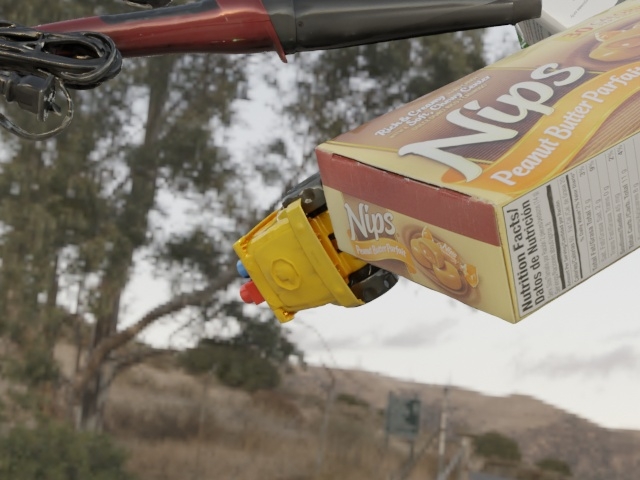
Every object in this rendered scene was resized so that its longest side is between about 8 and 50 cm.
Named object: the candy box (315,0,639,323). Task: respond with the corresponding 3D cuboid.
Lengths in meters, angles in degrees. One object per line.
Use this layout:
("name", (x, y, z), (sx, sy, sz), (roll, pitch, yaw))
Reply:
("candy box", (0.178, -0.071, 0.799), (0.316, 0.087, 0.183), (-28, 28, -26))

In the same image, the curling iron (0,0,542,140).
("curling iron", (-0.026, -0.090, 0.541), (0.274, 0.068, 0.035), (-9, -41, -14))

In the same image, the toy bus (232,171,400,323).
("toy bus", (0.000, 0.000, 1.375), (0.211, 0.149, 0.220), (-26, 10, 40))

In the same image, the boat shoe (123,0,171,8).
("boat shoe", (-0.143, -0.190, 0.802), (0.125, 0.046, 0.038), (28, -12, 41))

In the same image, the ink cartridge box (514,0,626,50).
("ink cartridge box", (0.344, -0.177, 1.208), (0.289, 0.121, 0.211), (43, 1, 20))
